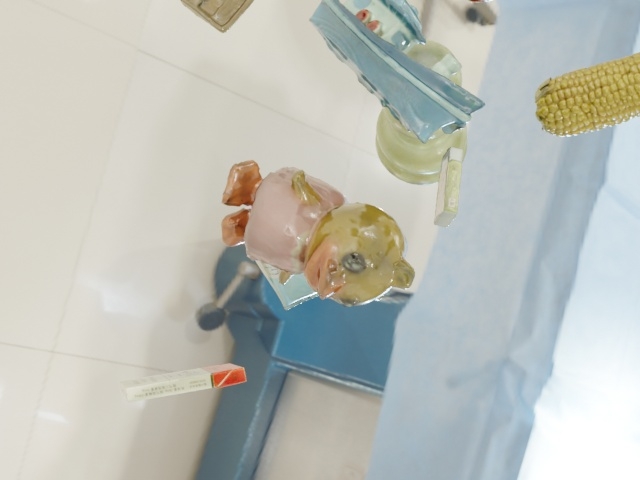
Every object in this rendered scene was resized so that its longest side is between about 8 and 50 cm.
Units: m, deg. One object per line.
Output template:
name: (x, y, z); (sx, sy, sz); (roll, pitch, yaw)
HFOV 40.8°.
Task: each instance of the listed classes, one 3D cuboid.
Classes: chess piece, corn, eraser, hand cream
chess piece: (0.145, -0.188, 1.210); (0.251, 0.144, 0.144); (75, 39, -72)
corn: (0.420, -0.209, 1.172); (0.091, 0.260, 0.091); (-28, 102, -54)
eraser: (0.142, -0.059, 0.953); (0.019, 0.038, 0.083); (13, 65, -3)
hand cream: (-0.065, 0.038, 1.575); (0.111, 0.070, 0.312); (-24, 148, 4)

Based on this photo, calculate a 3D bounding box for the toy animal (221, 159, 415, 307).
toy animal: (0.004, -0.001, 1.202); (0.169, 0.281, 0.195); (-32, 142, -39)

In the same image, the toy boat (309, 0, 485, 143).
toy boat: (0.085, -0.187, 0.879); (0.098, 0.238, 0.109); (-41, 142, 7)

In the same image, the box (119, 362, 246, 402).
box: (-0.290, 0.296, 1.799); (0.245, 0.139, 0.035); (-6, 88, -20)

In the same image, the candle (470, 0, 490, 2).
candle: (0.268, -0.384, 0.984); (0.051, 0.329, 0.048); (21, 56, -16)

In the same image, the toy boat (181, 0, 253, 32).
toy boat: (-0.241, -0.531, 1.815); (0.188, 0.061, 0.116); (40, 87, -8)
